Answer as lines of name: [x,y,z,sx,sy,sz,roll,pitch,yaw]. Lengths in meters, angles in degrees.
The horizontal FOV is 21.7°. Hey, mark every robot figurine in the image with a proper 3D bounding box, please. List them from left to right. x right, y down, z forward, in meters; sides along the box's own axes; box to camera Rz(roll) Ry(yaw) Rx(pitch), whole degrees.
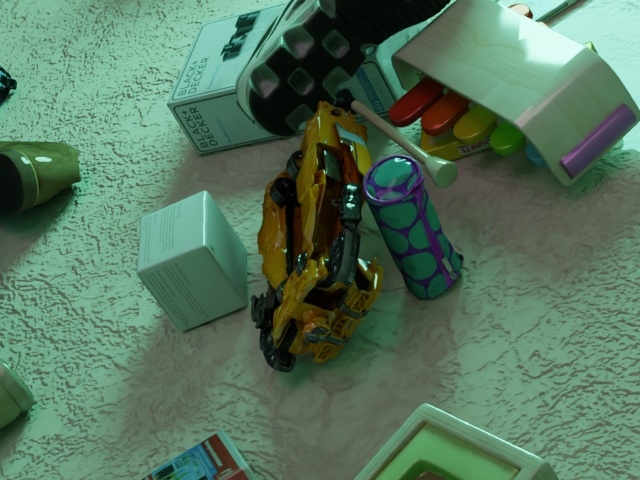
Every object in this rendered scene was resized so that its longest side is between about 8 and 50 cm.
robot figurine: [0.000,0.000,1.726,0.211,0.085,0.291,-56,25,36]

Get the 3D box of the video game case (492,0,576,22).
video game case: [0.249,-0.281,1.983,0.122,0.011,0.087,-33,37,-1]

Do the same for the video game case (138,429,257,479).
video game case: [-0.196,0.275,1.551,0.285,0.025,0.204,-32,7,-7]

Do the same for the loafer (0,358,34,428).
loafer: [-0.438,0.156,1.893,0.268,0.102,0.092,13,49,43]

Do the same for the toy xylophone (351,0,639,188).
toy xylophone: [0.173,-0.156,1.788,0.236,0.081,0.323,-36,39,-3]

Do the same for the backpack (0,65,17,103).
backpack: [-0.538,-0.230,2.355,0.117,0.173,0.158,1,48,36]

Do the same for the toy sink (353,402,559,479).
toy sink: [0.081,0.270,1.359,0.234,0.131,0.153,-46,38,-18]

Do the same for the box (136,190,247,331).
box: [-0.139,0.022,1.833,0.087,0.102,0.101,-23,36,15]

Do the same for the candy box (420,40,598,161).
candy box: [0.209,-0.151,1.847,0.206,0.027,0.105,-17,42,19]

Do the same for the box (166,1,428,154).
box: [-0.028,-0.213,2.039,0.290,0.087,0.169,-10,42,28]

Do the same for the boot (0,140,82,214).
boot: [-0.426,-0.089,2.202,0.115,0.112,0.305,-20,19,-39]

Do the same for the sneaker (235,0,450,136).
sneaker: [0.025,-0.262,1.875,0.330,0.122,0.146,-41,24,-5]

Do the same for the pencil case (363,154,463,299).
pencil case: [0.093,-0.013,1.663,0.070,0.152,0.064,20,60,40]
